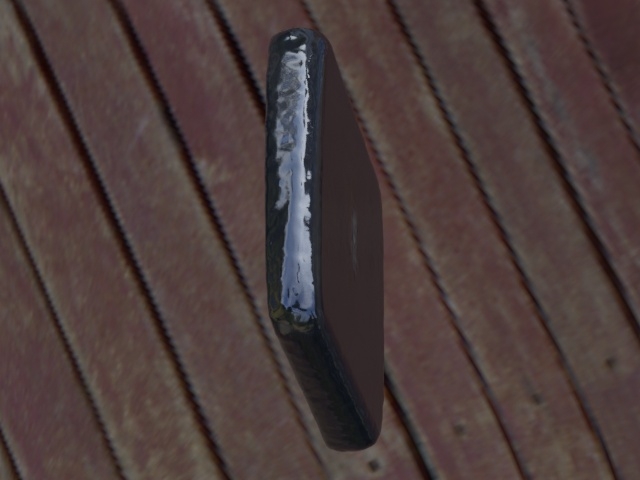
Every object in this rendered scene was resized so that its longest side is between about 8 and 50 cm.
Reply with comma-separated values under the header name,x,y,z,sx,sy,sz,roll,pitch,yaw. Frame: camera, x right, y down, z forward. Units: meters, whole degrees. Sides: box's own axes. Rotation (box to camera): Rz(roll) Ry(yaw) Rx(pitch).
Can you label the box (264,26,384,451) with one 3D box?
name,x,y,z,sx,sy,sz,roll,pitch,yaw
box,0.000,0.000,0.640,0.027,0.125,0.126,-6,58,11
